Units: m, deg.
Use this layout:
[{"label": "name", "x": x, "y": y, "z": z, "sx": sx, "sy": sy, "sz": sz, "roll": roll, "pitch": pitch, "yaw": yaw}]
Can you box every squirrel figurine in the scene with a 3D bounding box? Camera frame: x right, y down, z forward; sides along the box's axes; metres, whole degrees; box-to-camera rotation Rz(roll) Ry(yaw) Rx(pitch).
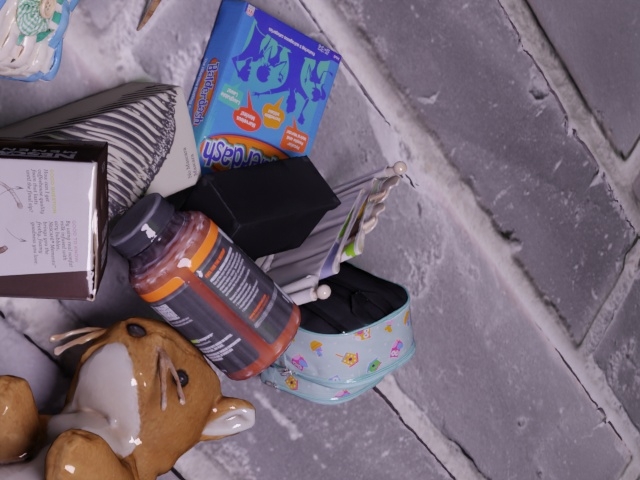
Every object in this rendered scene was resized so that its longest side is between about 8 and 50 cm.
[{"label": "squirrel figurine", "x": -0.233, "y": 0.274, "z": 1.426, "sx": 0.370, "sy": 0.281, "sz": 0.397, "roll": -53, "pitch": 144, "yaw": -35}]

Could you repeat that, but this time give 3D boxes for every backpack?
[{"label": "backpack", "x": 0.014, "y": 0.104, "z": 1.627, "sx": 0.166, "sy": 0.188, "sz": 0.144, "roll": -23, "pitch": 113, "yaw": -39}]

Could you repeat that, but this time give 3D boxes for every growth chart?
[{"label": "growth chart", "x": 0.000, "y": 0.000, "z": 1.584, "sx": 0.021, "sy": 0.172, "sz": 0.237, "roll": 54, "pitch": 45, "yaw": -24}]

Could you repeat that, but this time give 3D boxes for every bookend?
[{"label": "bookend", "x": -0.086, "y": -0.008, "z": 1.541, "sx": 0.157, "sy": 0.072, "sz": 0.156, "roll": -15, "pitch": 152, "yaw": -45}]

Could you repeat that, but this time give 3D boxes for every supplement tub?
[{"label": "supplement tub", "x": -0.117, "y": 0.042, "z": 1.412, "sx": 0.198, "sy": 0.106, "sz": 0.106, "roll": 46, "pitch": 66, "yaw": -22}]

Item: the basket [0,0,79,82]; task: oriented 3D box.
[{"label": "basket", "x": -0.327, "y": -0.278, "z": 1.223, "sx": 0.289, "sy": 0.201, "sz": 0.255, "roll": 25, "pitch": 82, "yaw": -53}]

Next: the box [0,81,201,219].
[{"label": "box", "x": -0.257, "y": -0.068, "z": 1.405, "sx": 0.275, "sy": 0.094, "sz": 0.113, "roll": -28, "pitch": 116, "yaw": -37}]

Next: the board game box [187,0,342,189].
[{"label": "board game box", "x": -0.074, "y": -0.141, "z": 1.594, "sx": 0.160, "sy": 0.047, "sz": 0.210, "roll": 22, "pitch": 84, "yaw": -43}]

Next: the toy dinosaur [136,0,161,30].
[{"label": "toy dinosaur", "x": -0.121, "y": -0.319, "z": 1.504, "sx": 0.211, "sy": 0.064, "sz": 0.112, "roll": -39, "pitch": 124, "yaw": -31}]

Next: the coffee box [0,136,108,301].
[{"label": "coffee box", "x": -0.331, "y": -0.025, "z": 1.196, "sx": 0.297, "sy": 0.168, "sz": 0.119, "roll": 2, "pitch": 99, "yaw": -5}]
